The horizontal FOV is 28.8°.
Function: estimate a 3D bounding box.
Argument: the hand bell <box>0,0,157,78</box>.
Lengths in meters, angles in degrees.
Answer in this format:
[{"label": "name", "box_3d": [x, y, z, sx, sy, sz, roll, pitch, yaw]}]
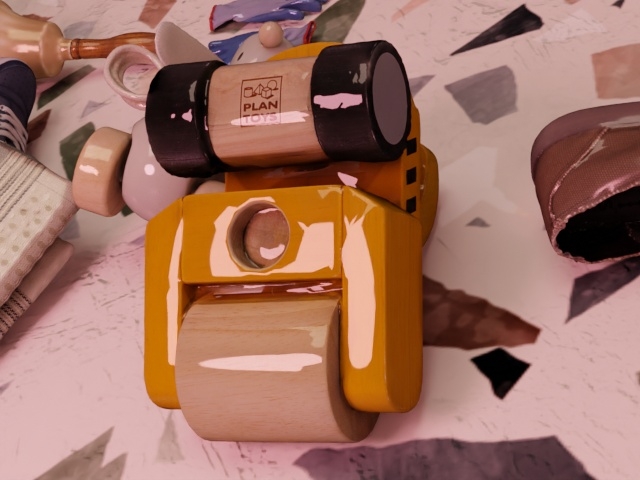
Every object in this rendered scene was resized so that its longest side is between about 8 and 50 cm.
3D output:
[{"label": "hand bell", "box_3d": [-0.285, -0.231, 1.509, 0.242, 0.126, 0.126, 2, 44, 12]}]

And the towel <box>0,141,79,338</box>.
[{"label": "towel", "box_3d": [-0.426, 0.011, 1.197, 0.312, 0.056, 0.324, 29, 70, 16]}]

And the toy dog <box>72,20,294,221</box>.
[{"label": "toy dog", "box_3d": [-0.110, -0.132, 1.201, 0.220, 0.161, 0.334, 9, 45, -7]}]

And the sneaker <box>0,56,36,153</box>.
[{"label": "sneaker", "box_3d": [-0.352, -0.092, 1.357, 0.153, 0.099, 0.282, 0, 51, 35]}]

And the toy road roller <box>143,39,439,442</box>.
[{"label": "toy road roller", "box_3d": [0.000, 0.000, 1.024, 0.202, 0.240, 0.330, -3, 80, 25]}]

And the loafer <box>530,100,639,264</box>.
[{"label": "loafer", "box_3d": [0.330, -0.040, 0.923, 0.365, 0.134, 0.130, -12, 43, 32]}]

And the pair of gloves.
[{"label": "pair of gloves", "box_3d": [-0.072, -0.245, 1.450, 0.159, 0.023, 0.198, -11, 39, 20]}]
